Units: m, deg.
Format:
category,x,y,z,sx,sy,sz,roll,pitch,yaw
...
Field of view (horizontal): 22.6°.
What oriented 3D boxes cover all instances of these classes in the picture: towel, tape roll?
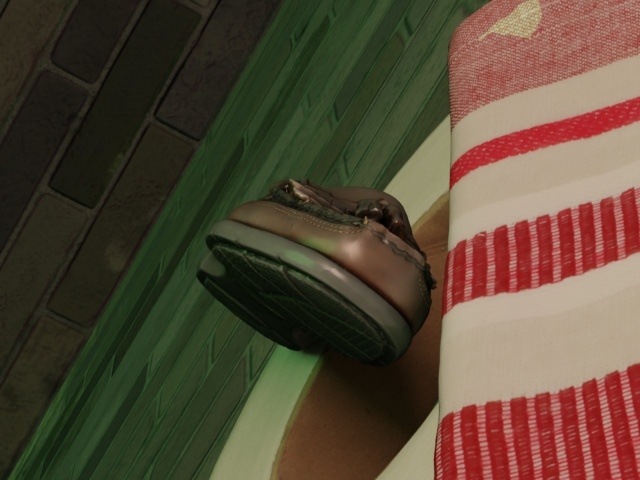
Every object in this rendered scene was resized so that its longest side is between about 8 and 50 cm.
category,x,y,z,sx,sy,sz,roll,pitch,yaw
towel,0.140,-0.011,0.508,0.237,0.037,0.329,-23,37,25
tape roll,0.059,0.064,0.739,0.392,0.072,0.392,-52,13,17

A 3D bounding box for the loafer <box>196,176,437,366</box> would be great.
category,x,y,z,sx,sy,sz,roll,pitch,yaw
loafer,0.000,0.000,0.758,0.084,0.096,0.267,-53,9,-10
